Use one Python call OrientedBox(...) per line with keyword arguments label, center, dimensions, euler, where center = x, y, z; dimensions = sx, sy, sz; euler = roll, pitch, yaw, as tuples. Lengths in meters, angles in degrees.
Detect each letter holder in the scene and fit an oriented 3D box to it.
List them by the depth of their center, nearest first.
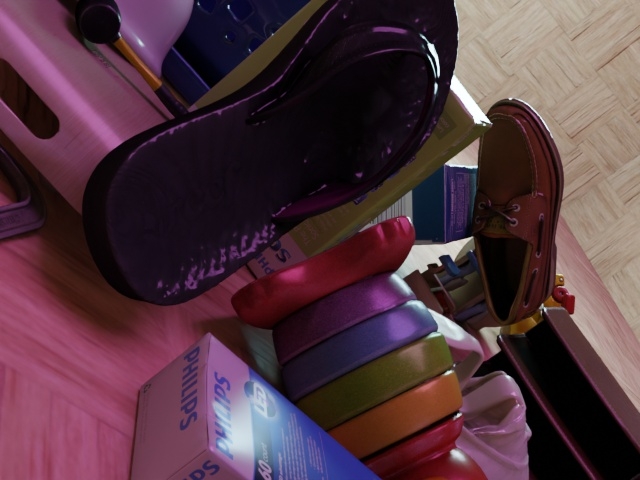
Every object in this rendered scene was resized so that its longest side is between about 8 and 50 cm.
OrientedBox(label="letter holder", center=(0.339, 0.255, 1.498), dimensions=(0.302, 0.152, 0.214), euler=(57, 19, 19))

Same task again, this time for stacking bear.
OrientedBox(label="stacking bear", center=(0.060, 0.151, 0.976), dimensions=(0.164, 0.175, 0.289), euler=(94, -29, -79))

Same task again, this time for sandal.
OrientedBox(label="sandal", center=(0.006, -0.087, 0.899), dimensions=(0.445, 0.107, 0.168), euler=(-41, 122, -35))

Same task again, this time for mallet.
OrientedBox(label="mallet", center=(-0.154, -0.149, 0.983), dimensions=(0.190, 0.039, 0.062), euler=(49, 5, -35))

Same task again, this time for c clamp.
OrientedBox(label="c clamp", center=(-0.263, -0.056, 0.779), dimensions=(0.137, 0.022, 0.160), euler=(54, 17, 8))

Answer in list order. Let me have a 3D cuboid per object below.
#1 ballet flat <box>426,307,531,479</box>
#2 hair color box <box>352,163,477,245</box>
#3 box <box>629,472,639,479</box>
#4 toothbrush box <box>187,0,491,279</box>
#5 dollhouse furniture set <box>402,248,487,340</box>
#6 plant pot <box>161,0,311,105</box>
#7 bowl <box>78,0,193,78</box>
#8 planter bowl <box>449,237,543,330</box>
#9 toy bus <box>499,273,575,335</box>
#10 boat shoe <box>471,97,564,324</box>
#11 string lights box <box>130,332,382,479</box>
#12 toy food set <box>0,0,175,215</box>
OrientedBox(label="ballet flat", center=(0.145, 0.174, 1.185), dimensions=(0.400, 0.139, 0.139), euler=(41, 19, -32))
OrientedBox(label="hair color box", center=(0.129, -0.053, 1.508), dimensions=(0.347, 0.173, 0.105), euler=(-10, 100, -71))
OrientedBox(label="box", center=(0.107, 0.258, 0.572), dimensions=(0.257, 0.322, 0.079), euler=(31, 24, -51))
OrientedBox(label="toothbrush box", center=(0.004, -0.116, 1.151), dimensions=(0.206, 0.283, 0.122), euler=(53, 15, 6))
OrientedBox(label="dollhouse furniture set", center=(0.221, 0.078, 1.582), dimensions=(0.129, 0.129, 0.183), euler=(59, 19, 11))
OrientedBox(label="plant pot", center=(-0.086, -0.266, 1.358), dimensions=(0.236, 0.212, 0.236), euler=(48, 16, -12))
OrientedBox(label="bowl", center=(-0.221, -0.313, 1.091), dimensions=(0.298, 0.134, 0.298), euler=(47, -2, 2))
OrientedBox(label="planter bowl", center=(0.267, 0.076, 1.749), dimensions=(0.162, 0.109, 0.162), euler=(46, 17, -18))
OrientedBox(label="toy bus", center=(0.359, 0.152, 1.838), dimensions=(0.104, 0.191, 0.202), euler=(7, 19, 2))
OrientedBox(label="boat shoe", center=(0.260, -0.032, 1.455), dimensions=(0.104, 0.110, 0.308), euler=(-34, 119, -46))
OrientedBox(label="string lights box", center=(-0.017, 0.199, 0.793), dimensions=(0.259, 0.076, 0.133), euler=(44, 18, -24))
OrientedBox(label="toy food set", center=(-0.226, -0.131, 0.953), dimensions=(0.220, 0.092, 0.306), euler=(48, 9, -8))
